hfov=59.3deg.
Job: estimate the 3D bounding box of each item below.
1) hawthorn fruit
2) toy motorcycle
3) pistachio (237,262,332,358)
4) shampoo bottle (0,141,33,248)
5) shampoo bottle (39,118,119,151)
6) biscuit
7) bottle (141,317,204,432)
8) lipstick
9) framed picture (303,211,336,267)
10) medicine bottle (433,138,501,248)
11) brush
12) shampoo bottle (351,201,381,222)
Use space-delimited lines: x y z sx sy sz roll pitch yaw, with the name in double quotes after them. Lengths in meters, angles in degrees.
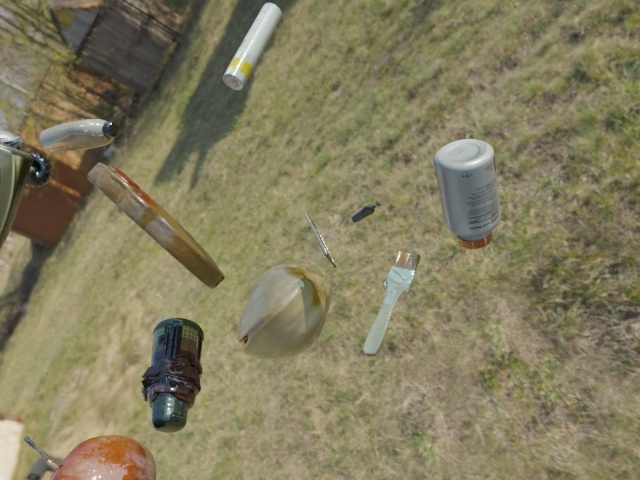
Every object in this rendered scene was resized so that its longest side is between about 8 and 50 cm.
-0.480 0.549 1.213 0.235 0.262 0.232 24 118 60 "hawthorn fruit"
-0.781 -0.163 1.332 0.270 0.159 0.106 -21 22 3 "toy motorcycle"
-0.118 0.243 1.891 0.365 0.281 0.445 -33 -11 -27 "pistachio"
-0.614 -0.005 0.967 0.084 0.125 0.350 -142 74 -83 "shampoo bottle"
-0.678 -0.300 1.600 0.256 0.127 0.078 -5 79 27 "shampoo bottle"
-0.367 -0.036 1.265 0.074 0.359 0.381 -44 50 -9 "biscuit"
-0.370 0.335 1.392 0.156 0.143 0.271 -32 43 29 "bottle"
-0.174 -0.508 1.465 0.059 0.059 0.264 -14 47 54 "lipstick"
0.000 0.000 1.598 0.011 0.109 0.149 -28 64 3 "framed picture"
0.407 -0.118 1.539 0.156 0.289 0.157 -13 34 9 "medicine bottle"
0.197 0.176 1.601 0.085 0.020 0.337 13 64 25 "brush"
0.190 -0.119 2.341 0.137 0.048 0.027 -35 32 28 "shampoo bottle"
